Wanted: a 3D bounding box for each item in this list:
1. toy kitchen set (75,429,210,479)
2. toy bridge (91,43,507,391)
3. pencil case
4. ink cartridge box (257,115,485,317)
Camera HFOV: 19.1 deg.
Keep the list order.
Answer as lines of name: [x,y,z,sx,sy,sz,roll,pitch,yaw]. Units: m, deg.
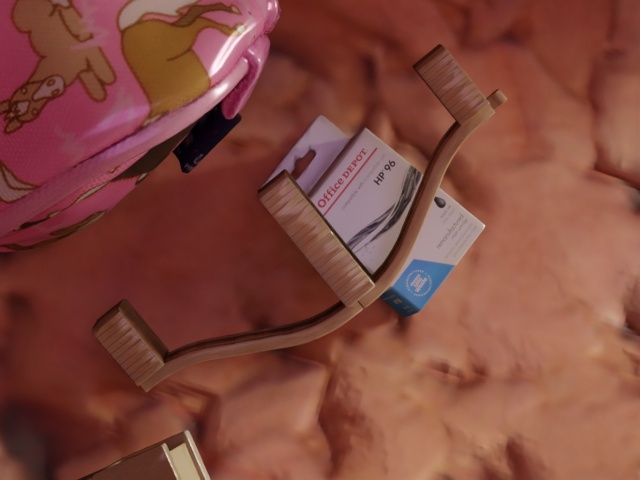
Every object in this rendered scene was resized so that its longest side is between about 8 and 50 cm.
toy kitchen set: [-0.065,0.126,0.763,0.075,0.068,0.083,-25,88,14]
toy bridge: [0.000,0.000,0.768,0.188,0.026,0.063,-38,98,4]
pencil case: [-0.170,-0.182,0.719,0.167,0.160,0.386,-32,89,-37]
ink cartridge box: [0.021,-0.012,0.801,0.083,0.028,0.048,38,78,-4]
